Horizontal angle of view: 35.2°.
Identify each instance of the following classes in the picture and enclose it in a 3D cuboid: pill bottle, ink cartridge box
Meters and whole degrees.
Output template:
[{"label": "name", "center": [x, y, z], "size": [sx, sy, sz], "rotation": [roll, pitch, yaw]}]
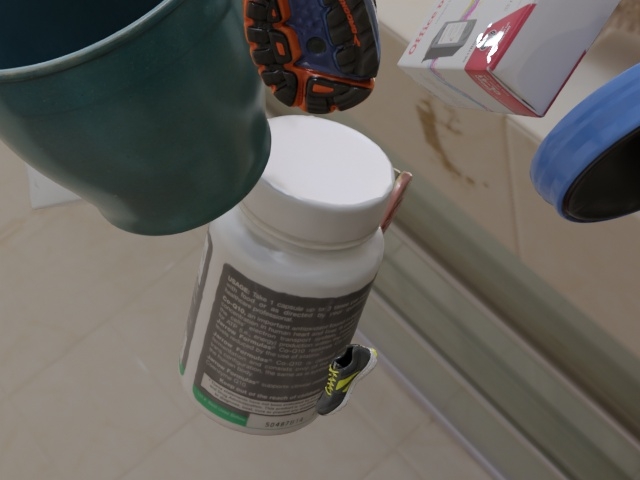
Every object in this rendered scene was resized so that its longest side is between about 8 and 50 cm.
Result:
[{"label": "pill bottle", "center": [-0.043, 0.047, 1.201], "size": [0.204, 0.204, 0.361], "rotation": [-18, -40, -37]}, {"label": "ink cartridge box", "center": [0.281, -0.322, 1.564], "size": [0.131, 0.306, 0.226], "rotation": [33, -93, -25]}]

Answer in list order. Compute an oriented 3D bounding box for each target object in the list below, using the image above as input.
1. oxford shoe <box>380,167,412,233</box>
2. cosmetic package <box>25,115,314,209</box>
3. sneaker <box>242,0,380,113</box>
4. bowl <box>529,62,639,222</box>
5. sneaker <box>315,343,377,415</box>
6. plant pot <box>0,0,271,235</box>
[{"label": "oxford shoe", "center": [0.000, 0.000, 1.680], "size": [0.397, 0.146, 0.140], "rotation": [-48, 0, 34]}, {"label": "cosmetic package", "center": [-0.233, -0.124, 1.606], "size": [0.377, 0.284, 0.097], "rotation": [-10, -85, -39]}, {"label": "sneaker", "center": [-0.018, -0.177, 0.510], "size": [0.083, 0.087, 0.221], "rotation": [-4, -59, 8]}, {"label": "bowl", "center": [0.501, -0.151, 1.482], "size": [0.391, 0.077, 0.391], "rotation": [-19, -23, -9]}, {"label": "sneaker", "center": [0.018, 0.133, 0.984], "size": [0.035, 0.031, 0.083], "rotation": [35, -87, -36]}, {"label": "plant pot", "center": [-0.162, -0.149, 0.866], "size": [0.272, 0.272, 0.255], "rotation": [-38, -39, -11]}]
